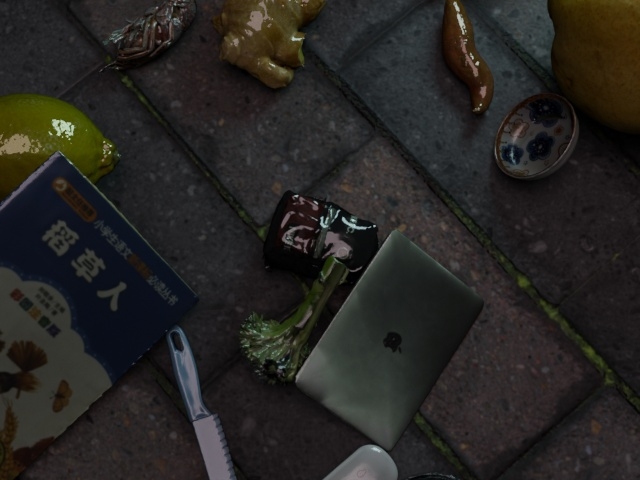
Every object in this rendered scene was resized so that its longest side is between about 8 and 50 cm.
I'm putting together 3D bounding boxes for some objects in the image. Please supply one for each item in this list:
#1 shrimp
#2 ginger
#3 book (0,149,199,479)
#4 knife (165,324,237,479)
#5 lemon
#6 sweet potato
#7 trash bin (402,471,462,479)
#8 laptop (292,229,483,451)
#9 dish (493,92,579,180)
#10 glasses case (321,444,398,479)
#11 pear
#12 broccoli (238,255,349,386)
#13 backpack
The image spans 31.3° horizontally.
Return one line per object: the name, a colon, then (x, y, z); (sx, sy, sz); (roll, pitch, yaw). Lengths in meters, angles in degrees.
shrimp: (-0.271, -0.317, 1.772); (0.190, 0.075, 0.073); (-37, 110, 2)
ginger: (-0.078, -0.350, 1.758); (0.157, 0.102, 0.216); (22, 76, -1)
book: (-0.420, 0.124, 1.594); (0.428, 0.039, 0.300); (-45, 109, -7)
knife: (-0.166, 0.264, 1.644); (0.044, 0.019, 0.313); (-17, 78, -6)
lemon: (-0.418, -0.127, 1.666); (0.248, 0.184, 0.184); (-4, 75, -14)
sweet potato: (0.221, -0.288, 1.764); (0.055, 0.058, 0.202); (-7, 75, -45)
trash bin: (0.158, 0.393, 1.529); (0.175, 0.161, 0.176); (0, 73, 0)
laptop: (0.102, 0.144, 1.635); (0.187, 0.015, 0.269); (37, 78, -16)
dish: (0.340, -0.143, 1.715); (0.141, 0.078, 0.141); (-23, 54, 35)
glasses case: (0.024, 0.365, 1.594); (0.193, 0.049, 0.074); (-39, 78, -10)
pear: (0.484, -0.299, 1.638); (0.314, 0.314, 0.315); (0, 75, 1)
broccoli: (-0.029, 0.111, 1.616); (0.122, 0.118, 0.204); (40, 98, 17)
backpack: (0.003, -0.003, 1.663); (0.165, 0.106, 0.120); (11, 71, 7)
